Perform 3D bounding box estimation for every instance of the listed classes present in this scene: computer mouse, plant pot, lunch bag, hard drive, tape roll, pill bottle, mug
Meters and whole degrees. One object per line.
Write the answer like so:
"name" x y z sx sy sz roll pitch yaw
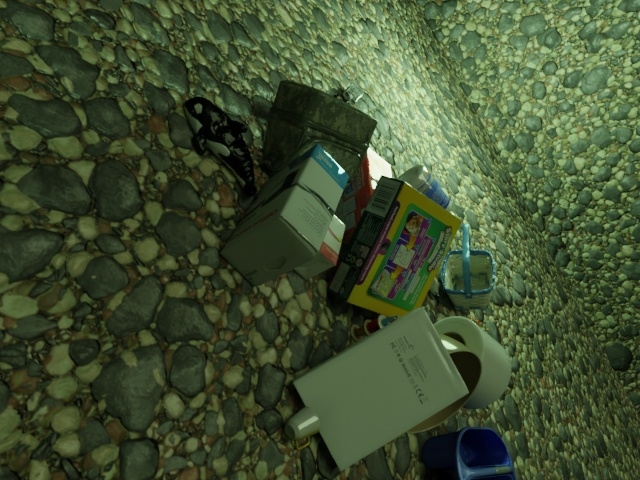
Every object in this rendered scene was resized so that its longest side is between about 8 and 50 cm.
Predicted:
"computer mouse" 0.115 -0.560 1.903 0.106 0.042 0.193 47 44 -13
"plant pot" 0.271 0.359 1.343 0.284 0.284 0.191 28 11 -38
"lunch bag" -0.008 -0.292 1.424 0.305 0.255 0.213 11 17 -46
"hard drive" 0.143 0.344 1.140 0.232 0.353 0.047 62 -9 0
"tape roll" 0.445 0.383 1.521 0.169 0.246 0.246 38 42 -31
"pill bottle" 0.424 -0.154 1.921 0.272 0.152 0.152 49 38 -17
"mug" -0.041 0.414 1.062 0.064 0.062 0.078 -12 71 -45

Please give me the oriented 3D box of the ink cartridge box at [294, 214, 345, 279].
"ink cartridge box" 0.000 0.000 1.330 0.067 0.115 0.198 42 41 -25

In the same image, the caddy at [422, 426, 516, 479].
"caddy" 0.451 0.672 1.397 0.341 0.179 0.241 21 51 -42

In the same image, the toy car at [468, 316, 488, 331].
"toy car" 0.648 0.340 1.970 0.122 0.041 0.060 17 55 -44

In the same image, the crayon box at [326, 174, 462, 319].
"crayon box" 0.226 0.039 1.424 0.313 0.106 0.362 25 91 -42

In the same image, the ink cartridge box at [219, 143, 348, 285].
"ink cartridge box" -0.081 -0.065 1.182 0.129 0.223 0.307 46 39 -21

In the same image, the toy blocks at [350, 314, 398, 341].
"toy blocks" 0.176 0.240 1.363 0.123 0.148 0.054 4 65 -49

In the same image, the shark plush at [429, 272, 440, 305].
"shark plush" 0.425 0.161 1.805 0.161 0.073 0.067 62 5 7

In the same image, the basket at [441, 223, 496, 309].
"basket" 0.564 0.116 1.849 0.254 0.201 0.288 -69 153 -47

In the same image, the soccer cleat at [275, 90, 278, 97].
"soccer cleat" -0.076 -0.396 1.544 0.196 0.068 0.076 54 31 -23

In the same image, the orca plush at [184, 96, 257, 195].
"orca plush" -0.228 -0.250 1.224 0.151 0.102 0.287 -22 86 -54

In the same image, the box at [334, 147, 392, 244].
"box" 0.140 -0.134 1.561 0.142 0.154 0.299 29 46 -39
